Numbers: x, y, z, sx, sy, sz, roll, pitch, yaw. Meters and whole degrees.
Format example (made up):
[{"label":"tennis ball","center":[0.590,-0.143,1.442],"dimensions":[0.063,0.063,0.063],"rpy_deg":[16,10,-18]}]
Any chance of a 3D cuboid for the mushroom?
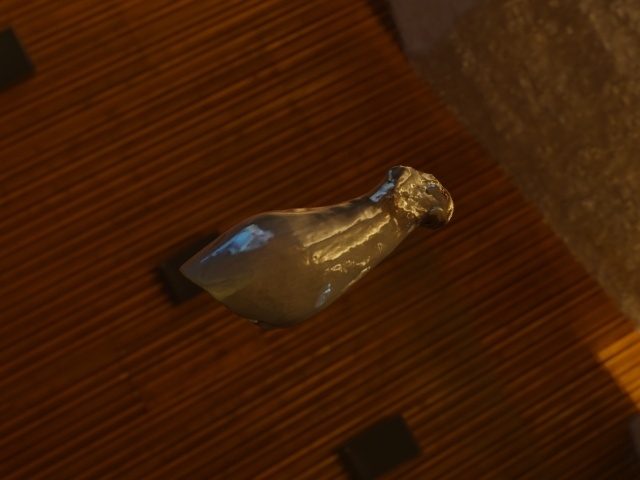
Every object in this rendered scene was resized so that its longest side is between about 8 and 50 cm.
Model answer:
[{"label":"mushroom","center":[0.000,0.000,1.105],"dimensions":[0.093,0.225,0.116],"rpy_deg":[63,-6,-17]}]
